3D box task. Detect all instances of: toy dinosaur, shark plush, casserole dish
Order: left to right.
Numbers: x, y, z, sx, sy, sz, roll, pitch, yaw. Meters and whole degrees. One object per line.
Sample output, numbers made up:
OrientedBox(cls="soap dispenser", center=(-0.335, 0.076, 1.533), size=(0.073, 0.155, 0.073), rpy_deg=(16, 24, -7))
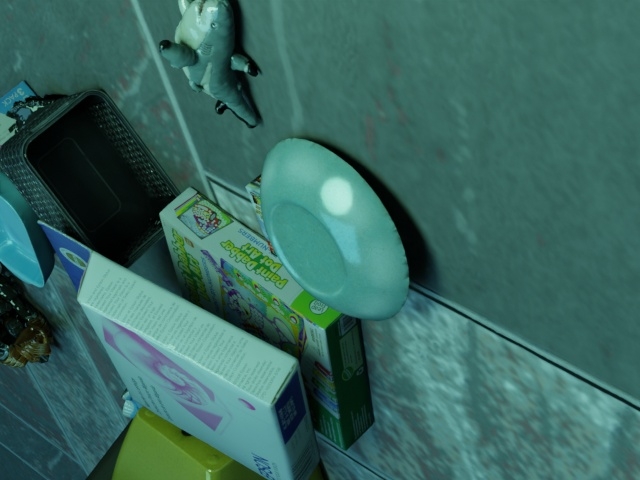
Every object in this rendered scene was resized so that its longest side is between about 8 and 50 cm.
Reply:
OrientedBox(cls="toy dinosaur", center=(-0.494, 0.124, 2.514), size=(0.218, 0.164, 0.322), rpy_deg=(42, 142, -26))
OrientedBox(cls="casserole dish", center=(-0.359, -0.022, 1.863), size=(0.114, 0.037, 0.188), rpy_deg=(31, 152, 26))
OrientedBox(cls="shark plush", center=(-0.089, -0.152, 1.444), size=(0.067, 0.073, 0.161), rpy_deg=(-1, 130, 21))

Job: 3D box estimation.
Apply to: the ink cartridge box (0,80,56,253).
OrientedBox(cls="ink cartridge box", center=(-0.336, -0.084, 1.904), size=(0.181, 0.104, 0.061), rpy_deg=(50, 156, -9))

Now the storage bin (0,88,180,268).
OrientedBox(cls="storage bin", center=(-0.251, -0.063, 1.769), size=(0.180, 0.122, 0.084), rpy_deg=(54, 156, -16))

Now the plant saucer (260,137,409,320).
OrientedBox(cls="plant saucer", center=(0.000, 0.000, 1.483), size=(0.195, 0.037, 0.195), rpy_deg=(36, 145, 30))

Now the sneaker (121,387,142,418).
OrientedBox(cls="sneaker", center=(-0.241, 0.223, 2.310), size=(0.073, 0.063, 0.162), rpy_deg=(26, 158, 5))

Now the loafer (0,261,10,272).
OrientedBox(cls="loafer", center=(-0.531, -0.029, 2.355), size=(0.220, 0.078, 0.080), rpy_deg=(49, 157, -4))

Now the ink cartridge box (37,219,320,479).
OrientedBox(cls="ink cartridge box", center=(-0.162, 0.139, 1.783), size=(0.330, 0.071, 0.324), rpy_deg=(26, 160, 16))

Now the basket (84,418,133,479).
OrientedBox(cls="basket", center=(-0.294, 0.414, 2.468), size=(0.204, 0.227, 0.154), rpy_deg=(45, 157, 4))

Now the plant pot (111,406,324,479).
OrientedBox(cls="plant pot", center=(-0.132, 0.278, 2.027), size=(0.212, 0.212, 0.187), rpy_deg=(32, 141, 31))

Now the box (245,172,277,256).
OrientedBox(cls="box", center=(-0.008, -0.005, 1.566), size=(0.137, 0.027, 0.094), rpy_deg=(26, 147, 40))

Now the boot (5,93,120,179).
OrientedBox(cls="boot", center=(-0.294, -0.118, 1.836), size=(0.121, 0.045, 0.099), rpy_deg=(-3, 106, 9))

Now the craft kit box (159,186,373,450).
OrientedBox(cls="craft kit box", center=(-0.057, 0.089, 1.770), size=(0.247, 0.061, 0.250), rpy_deg=(36, 154, 30))
